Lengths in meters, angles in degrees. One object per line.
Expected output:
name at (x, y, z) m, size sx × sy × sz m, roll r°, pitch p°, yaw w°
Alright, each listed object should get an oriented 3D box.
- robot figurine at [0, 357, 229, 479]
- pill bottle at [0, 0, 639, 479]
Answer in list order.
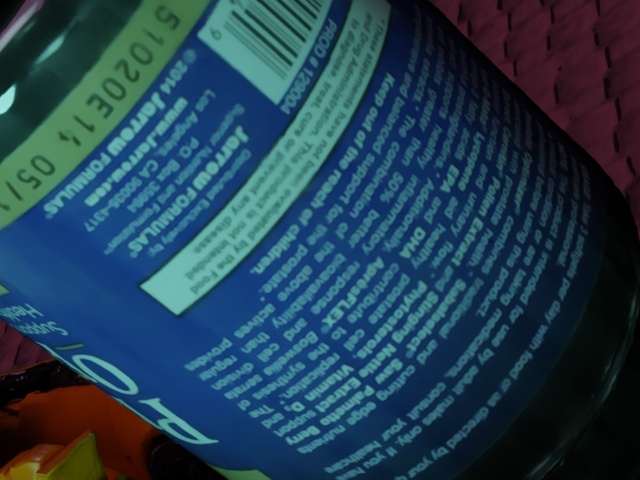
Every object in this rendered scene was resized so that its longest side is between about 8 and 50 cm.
robot figurine at (-0.111, 0.077, 0.578) m, size 0.291 × 0.085 × 0.211 m, roll -8°, pitch 22°, yaw 47°
pill bottle at (0.000, 0.000, 0.411) m, size 0.123 × 0.219 × 0.123 m, roll -37°, pitch 30°, yaw 25°
